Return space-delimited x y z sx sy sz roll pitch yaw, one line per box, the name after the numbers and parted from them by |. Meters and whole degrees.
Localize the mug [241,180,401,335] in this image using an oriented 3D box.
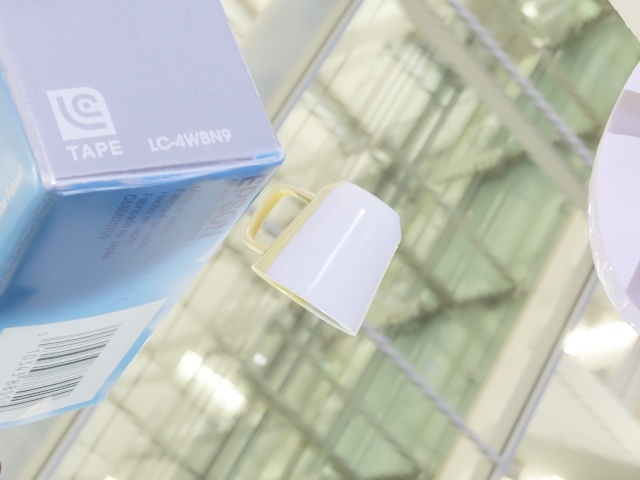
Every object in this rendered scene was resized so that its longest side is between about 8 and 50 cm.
0.002 0.001 0.927 0.078 0.064 0.062 33 -4 0 | mug

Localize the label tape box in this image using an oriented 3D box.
-0.162 -0.117 0.849 0.249 0.115 0.347 -51 -126 53 | label tape box

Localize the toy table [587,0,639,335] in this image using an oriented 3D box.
0.274 -0.078 1.103 0.252 0.274 0.161 15 -29 2 | toy table
